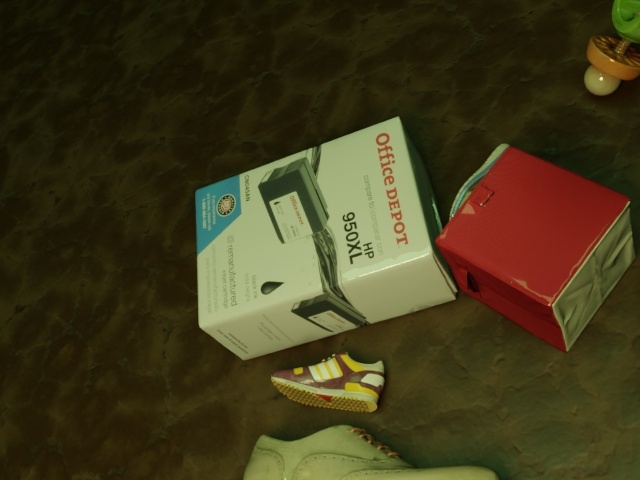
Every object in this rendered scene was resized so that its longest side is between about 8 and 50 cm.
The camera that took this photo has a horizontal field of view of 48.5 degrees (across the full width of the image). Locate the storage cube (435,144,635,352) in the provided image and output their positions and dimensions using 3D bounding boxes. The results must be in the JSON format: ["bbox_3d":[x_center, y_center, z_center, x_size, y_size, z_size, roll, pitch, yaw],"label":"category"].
[{"bbox_3d":[0.317,0.011,1.030,0.193,0.183,0.215,34,80,36],"label":"storage cube"}]

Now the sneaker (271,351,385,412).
[{"bbox_3d":[0.013,0.218,1.136,0.186,0.069,0.083,6,56,22],"label":"sneaker"}]

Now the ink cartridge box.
[{"bbox_3d":[0.000,0.000,1.204,0.395,0.166,0.285,-18,55,15],"label":"ink cartridge box"}]

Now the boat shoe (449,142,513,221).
[{"bbox_3d":[0.283,-0.083,1.177,0.066,0.066,0.183,30,77,35],"label":"boat shoe"}]

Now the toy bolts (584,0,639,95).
[{"bbox_3d":[0.557,-0.262,1.141,0.219,0.158,0.228,4,42,-17],"label":"toy bolts"}]

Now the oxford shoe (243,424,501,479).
[{"bbox_3d":[0.062,0.323,1.001,0.397,0.140,0.146,-7,52,20],"label":"oxford shoe"}]
